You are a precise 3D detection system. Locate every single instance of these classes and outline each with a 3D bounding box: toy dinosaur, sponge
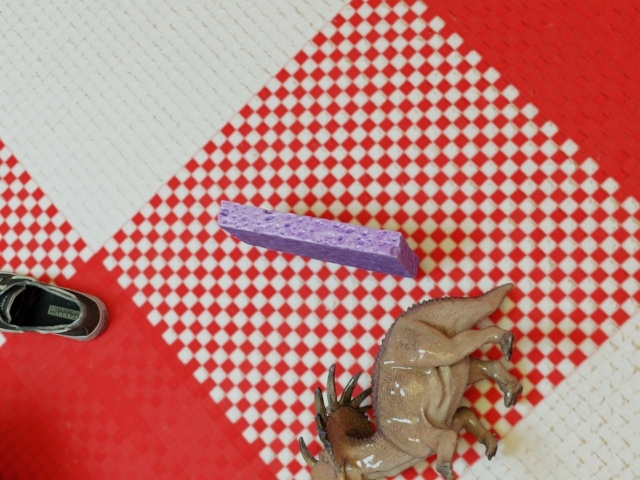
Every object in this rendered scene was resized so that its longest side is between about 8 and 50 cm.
[{"bbox_3d":[0.094,0.151,1.178,0.200,0.127,0.296,20,79,27],"label":"toy dinosaur"},{"bbox_3d":[0.000,0.000,1.235,0.210,0.117,0.031,11,80,19],"label":"sponge"}]

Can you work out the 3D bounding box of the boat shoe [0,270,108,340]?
[{"bbox_3d":[-0.369,0.075,1.357,0.219,0.070,0.078,5,80,18],"label":"boat shoe"}]
